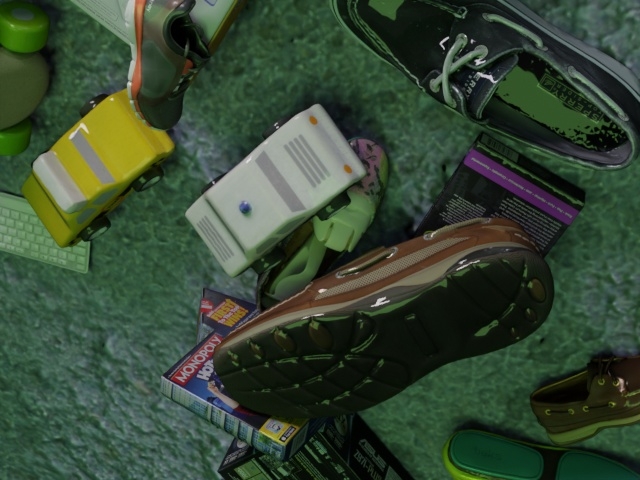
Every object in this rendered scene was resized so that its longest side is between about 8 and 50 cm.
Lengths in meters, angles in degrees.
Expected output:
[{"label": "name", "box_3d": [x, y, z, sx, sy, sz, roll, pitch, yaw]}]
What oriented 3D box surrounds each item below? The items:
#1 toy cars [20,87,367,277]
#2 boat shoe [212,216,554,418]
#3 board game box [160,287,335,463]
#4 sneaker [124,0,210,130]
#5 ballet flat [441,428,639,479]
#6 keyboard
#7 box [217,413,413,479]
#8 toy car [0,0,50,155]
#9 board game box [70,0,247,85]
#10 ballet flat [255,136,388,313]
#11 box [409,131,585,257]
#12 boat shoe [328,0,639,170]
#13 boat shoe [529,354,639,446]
[{"label": "toy cars", "box_3d": [-0.147, -0.050, 1.091, 0.393, 0.087, 0.177, 8, 109, 27]}, {"label": "boat shoe", "box_3d": [0.059, 0.069, 1.070, 0.324, 0.120, 0.123, -18, 119, 14]}, {"label": "board game box", "box_3d": [-0.073, 0.133, 1.184, 0.194, 0.194, 0.060, 25, 126, 19]}, {"label": "sneaker", "box_3d": [-0.128, -0.151, 0.989, 0.064, 0.061, 0.158, 16, 143, 12]}, {"label": "ballet flat", "box_3d": [0.241, 0.258, 1.214, 0.231, 0.077, 0.077, 14, 144, 12]}, {"label": "keyboard", "box_3d": [-0.372, -0.027, 1.262, 0.256, 0.014, 0.072, 15, 123, 8]}, {"label": "box", "box_3d": [0.002, 0.273, 1.285, 0.147, 0.077, 0.180, -32, 106, 30]}, {"label": "toy car", "box_3d": [-0.374, -0.186, 1.121, 0.188, 0.149, 0.155, 41, 132, 23]}, {"label": "board game box", "box_3d": [-0.141, -0.294, 0.931, 0.242, 0.064, 0.316, 37, 145, -7]}, {"label": "ballet flat", "box_3d": [0.000, 0.000, 1.120, 0.077, 0.079, 0.221, 27, 125, -13]}, {"label": "box", "box_3d": [0.161, -0.010, 1.095, 0.116, 0.029, 0.162, 30, 123, -2]}, {"label": "boat shoe", "box_3d": [0.139, -0.148, 0.973, 0.301, 0.102, 0.108, 30, 124, -2]}, {"label": "boat shoe", "box_3d": [0.286, 0.146, 1.128, 0.178, 0.064, 0.060, -31, 109, 33]}]
